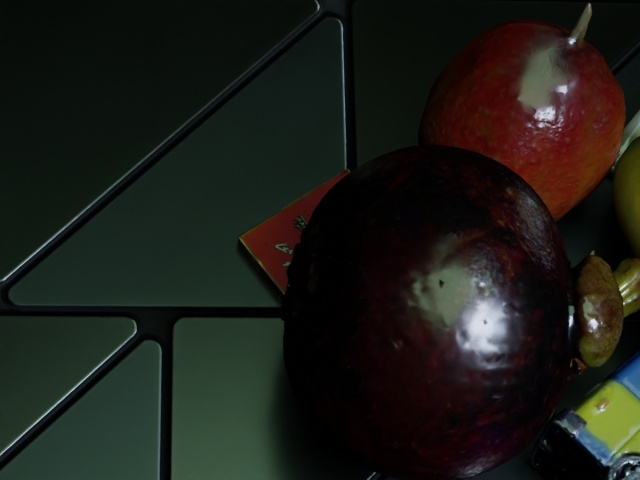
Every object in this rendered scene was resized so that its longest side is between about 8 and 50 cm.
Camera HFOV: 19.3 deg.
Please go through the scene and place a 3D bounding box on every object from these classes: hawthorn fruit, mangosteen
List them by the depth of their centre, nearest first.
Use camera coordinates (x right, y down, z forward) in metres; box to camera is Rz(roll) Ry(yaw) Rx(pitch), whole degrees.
[{"bbox_3d":[0.108,0.068,1.635,0.293,0.297,0.297,20,59,-34],"label":"mangosteen"},{"bbox_3d":[0.200,-0.121,1.760,0.190,0.251,0.189,20,44,-20],"label":"hawthorn fruit"}]

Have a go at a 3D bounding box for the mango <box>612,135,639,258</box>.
[{"bbox_3d":[0.351,-0.001,1.729,0.156,0.114,0.251,-2,59,-40],"label":"mango"}]

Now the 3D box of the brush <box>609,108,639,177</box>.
[{"bbox_3d":[0.393,-0.175,1.896,0.060,0.050,0.321,37,75,9],"label":"brush"}]

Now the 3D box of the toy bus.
[{"bbox_3d":[0.341,0.227,1.652,0.175,0.138,0.288,-41,75,-19],"label":"toy bus"}]

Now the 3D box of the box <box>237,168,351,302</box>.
[{"bbox_3d":[0.000,0.000,1.793,0.133,0.023,0.090,-31,69,-18],"label":"box"}]
